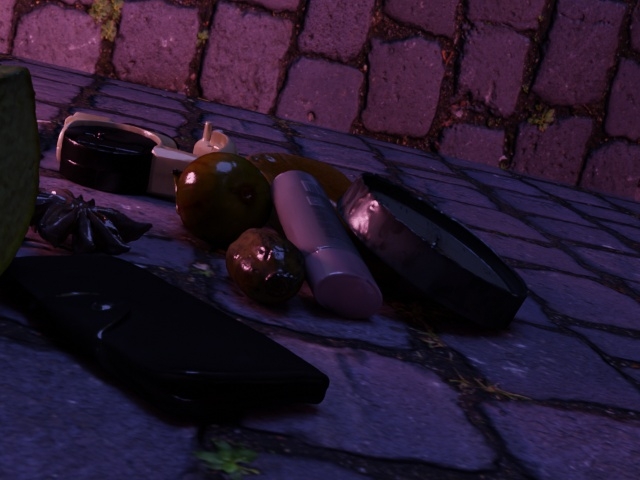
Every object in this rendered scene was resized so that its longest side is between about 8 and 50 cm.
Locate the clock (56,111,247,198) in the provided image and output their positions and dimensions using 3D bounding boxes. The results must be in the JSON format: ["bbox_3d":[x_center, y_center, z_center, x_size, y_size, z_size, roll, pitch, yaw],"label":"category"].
[{"bbox_3d":[-0.270,-0.143,1.822,0.378,0.120,0.276,11,18,-10],"label":"clock"}]

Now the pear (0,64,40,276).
[{"bbox_3d":[-0.464,-0.053,0.964,0.318,0.239,0.342,5,17,11],"label":"pear"}]

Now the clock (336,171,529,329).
[{"bbox_3d":[0.165,0.011,1.494,0.312,0.061,0.312,33,15,-10],"label":"clock"}]

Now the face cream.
[{"bbox_3d":[0.000,0.000,1.412,0.107,0.073,0.269,24,22,-31],"label":"face cream"}]

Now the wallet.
[{"bbox_3d":[-0.178,0.084,1.051,0.197,0.051,0.377,3,15,-44],"label":"wallet"}]

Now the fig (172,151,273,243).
[{"bbox_3d":[-0.167,-0.058,1.548,0.186,0.148,0.142,-24,4,36],"label":"fig"}]

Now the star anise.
[{"bbox_3d":[-0.319,-0.021,1.339,0.182,0.065,0.195,21,9,10],"label":"star anise"}]

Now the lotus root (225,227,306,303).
[{"bbox_3d":[-0.070,0.032,1.325,0.080,0.089,0.179,49,-6,-24],"label":"lotus root"}]

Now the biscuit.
[{"bbox_3d":[0.030,-0.036,1.666,0.287,0.057,0.344,3,32,-39],"label":"biscuit"}]
